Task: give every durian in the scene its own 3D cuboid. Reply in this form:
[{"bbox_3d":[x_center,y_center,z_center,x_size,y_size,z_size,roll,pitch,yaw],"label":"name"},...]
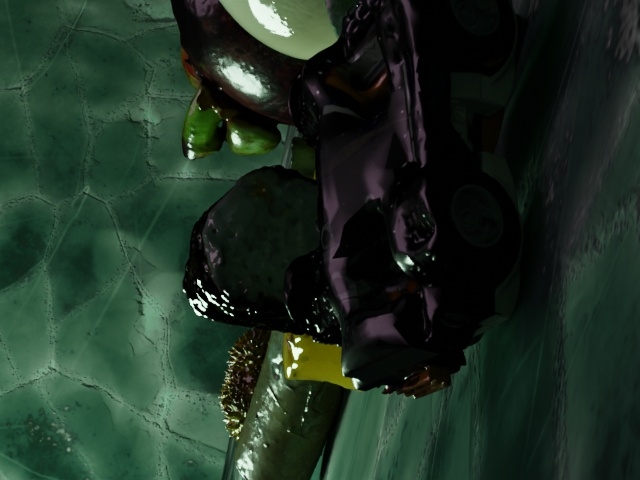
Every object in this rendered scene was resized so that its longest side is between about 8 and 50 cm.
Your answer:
[{"bbox_3d":[-0.065,0.186,2.191,0.158,0.137,0.168,-58,-8,4],"label":"durian"}]

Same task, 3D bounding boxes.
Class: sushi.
[{"bbox_3d":[0.000,0.000,1.316,0.115,0.212,0.147,140,124,-72],"label":"sushi"}]

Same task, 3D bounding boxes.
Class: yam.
[{"bbox_3d":[-0.024,0.162,1.891,0.106,0.106,0.259,-85,12,-57],"label":"yam"}]

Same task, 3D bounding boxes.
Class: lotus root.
[{"bbox_3d":[-0.010,-0.060,2.484,0.203,0.078,0.183,-81,-7,-79],"label":"lotus root"}]

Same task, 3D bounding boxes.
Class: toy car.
[{"bbox_3d":[0.060,-0.042,1.156,0.193,0.118,0.301,-31,54,50],"label":"toy car"}]

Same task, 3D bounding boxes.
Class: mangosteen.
[{"bbox_3d":[-0.065,-0.260,2.037,0.359,0.306,0.306,-34,15,9],"label":"mangosteen"}]

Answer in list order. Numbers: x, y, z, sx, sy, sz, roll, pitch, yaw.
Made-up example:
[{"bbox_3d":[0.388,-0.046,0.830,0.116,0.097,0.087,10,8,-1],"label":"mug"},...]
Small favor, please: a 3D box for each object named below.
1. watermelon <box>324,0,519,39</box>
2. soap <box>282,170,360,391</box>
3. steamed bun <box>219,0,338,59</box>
[{"bbox_3d":[0.086,-0.162,1.381,0.241,0.154,0.094,-45,-31,-74],"label":"watermelon"},{"bbox_3d":[0.043,-0.034,1.633,0.204,0.096,0.324,115,167,-68],"label":"soap"},{"bbox_3d":[0.029,-0.336,1.741,0.324,0.206,0.324,-47,25,29],"label":"steamed bun"}]
